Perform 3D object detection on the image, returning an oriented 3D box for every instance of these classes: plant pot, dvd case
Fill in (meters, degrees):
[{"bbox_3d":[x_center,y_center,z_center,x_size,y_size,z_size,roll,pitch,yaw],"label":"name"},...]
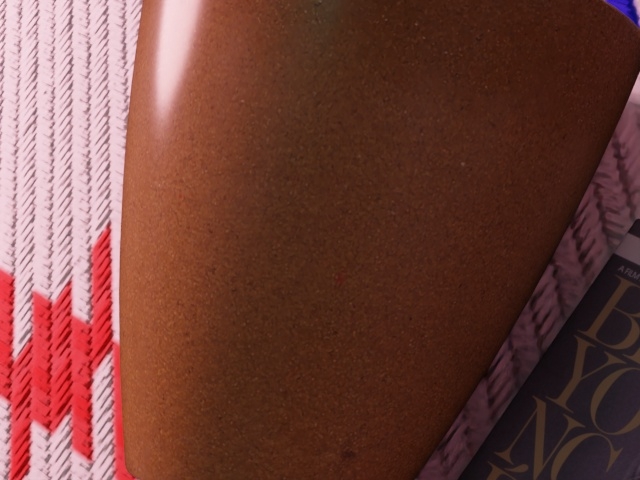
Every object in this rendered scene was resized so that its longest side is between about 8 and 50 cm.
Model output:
[{"bbox_3d":[0.000,0.000,0.739,0.237,0.237,0.254,15,85,40],"label":"plant pot"},{"bbox_3d":[0.142,0.110,0.691,0.164,0.018,0.221,30,82,43],"label":"dvd case"}]
